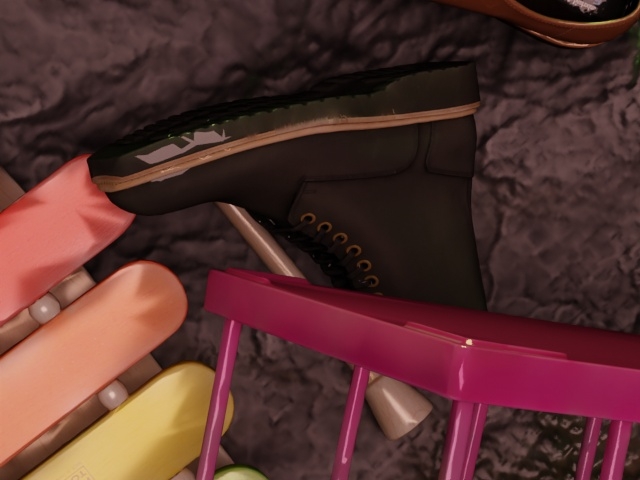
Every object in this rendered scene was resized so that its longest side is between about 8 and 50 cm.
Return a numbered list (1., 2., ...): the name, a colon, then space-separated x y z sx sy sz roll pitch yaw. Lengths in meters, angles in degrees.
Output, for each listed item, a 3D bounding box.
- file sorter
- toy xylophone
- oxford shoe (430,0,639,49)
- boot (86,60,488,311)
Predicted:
1. file sorter: 0.108 0.130 0.676 0.291 0.202 0.182 9 92 -28
2. toy xylophone: -0.092 0.085 0.756 0.236 0.081 0.322 -45 99 -2
3. oxford shoe: 0.054 -0.144 0.756 0.212 0.076 0.076 15 95 -6
4. boot: 0.000 0.000 0.738 0.198 0.077 0.137 -14 103 -28
